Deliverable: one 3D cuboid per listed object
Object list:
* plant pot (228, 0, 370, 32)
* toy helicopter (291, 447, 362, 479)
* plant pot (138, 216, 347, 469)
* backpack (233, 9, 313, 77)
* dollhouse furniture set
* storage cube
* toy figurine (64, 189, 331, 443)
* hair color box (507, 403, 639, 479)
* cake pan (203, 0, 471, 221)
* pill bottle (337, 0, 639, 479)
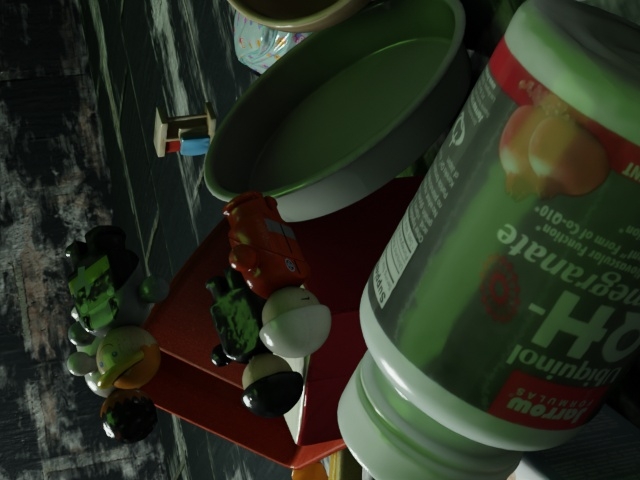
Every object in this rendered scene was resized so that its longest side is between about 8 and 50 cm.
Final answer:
[{"bbox_3d":[0.008,-0.323,1.054,0.237,0.110,0.237,-4,82,33],"label":"plant pot"},{"bbox_3d":[0.029,0.342,1.338,0.235,0.140,0.355,180,94,-80],"label":"toy helicopter"},{"bbox_3d":[-0.071,0.106,1.253,0.235,0.267,0.267,-66,7,-24],"label":"plant pot"},{"bbox_3d":[-0.046,-0.278,1.293,0.182,0.115,0.152,-171,78,-68],"label":"backpack"},{"bbox_3d":[-0.146,-0.118,1.528,0.129,0.184,0.129,106,150,-49],"label":"dollhouse furniture set"},{"bbox_3d":[0.045,0.065,1.032,0.215,0.193,0.183,-119,28,-45],"label":"storage cube"},{"bbox_3d":[-0.108,0.077,0.867,0.213,0.210,0.148,116,137,-58],"label":"toy figurine"},{"bbox_3d":[0.213,0.250,0.736,0.374,0.114,0.185,-138,45,-63],"label":"hair color box"},{"bbox_3d":[0.020,-0.126,0.972,0.054,0.293,0.293,51,178,-30],"label":"cake pan"},{"bbox_3d":[0.133,0.021,0.661,0.318,0.176,0.176,-63,34,28],"label":"pill bottle"}]
